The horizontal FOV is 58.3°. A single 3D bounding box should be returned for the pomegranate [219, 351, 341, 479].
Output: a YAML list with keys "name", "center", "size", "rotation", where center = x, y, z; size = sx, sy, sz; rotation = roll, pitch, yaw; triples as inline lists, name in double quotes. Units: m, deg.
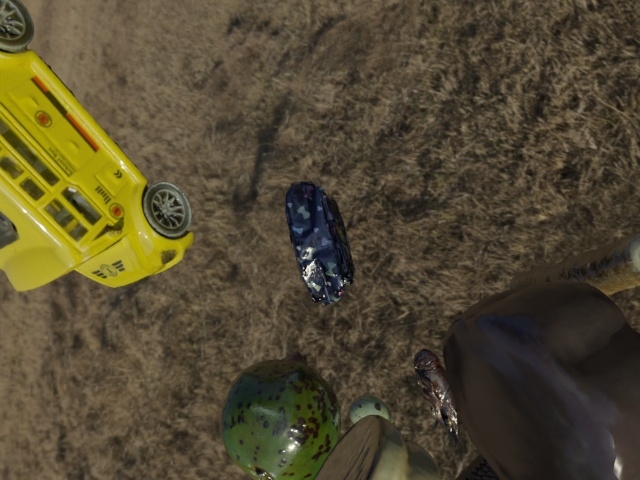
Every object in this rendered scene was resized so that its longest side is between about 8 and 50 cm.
- name: "pomegranate"
  center: [-0.074, 0.341, 1.124]
  size: [0.254, 0.254, 0.271]
  rotation: [-47, 19, 36]

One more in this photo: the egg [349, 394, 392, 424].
- name: "egg"
  center: [0.118, 0.408, 1.344]
  size: [0.110, 0.085, 0.085]
  rotation: [24, 104, 36]

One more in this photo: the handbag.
- name: "handbag"
  center: [0.000, 0.000, 1.175]
  size: [0.113, 0.162, 0.260]
  rotation: [-16, 87, 3]

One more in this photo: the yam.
- name: "yam"
  center: [0.399, 0.058, 0.892]
  size: [0.357, 0.081, 0.081]
  rotation: [124, 141, -73]

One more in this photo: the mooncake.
- name: "mooncake"
  center: [0.224, 0.154, 0.550]
  size: [0.245, 0.133, 0.245]
  rotation: [48, 149, 41]

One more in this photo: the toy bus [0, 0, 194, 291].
- name: "toy bus"
  center: [-0.277, -0.067, 0.539]
  size: [0.144, 0.330, 0.152]
  rotation: [-18, 31, 34]

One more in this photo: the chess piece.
- name: "chess piece"
  center: [0.132, 0.326, 0.575]
  size: [0.299, 0.167, 0.167]
  rotation: [36, 123, -3]

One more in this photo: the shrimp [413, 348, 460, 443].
- name: "shrimp"
  center: [0.234, 0.310, 1.144]
  size: [0.073, 0.074, 0.190]
  rotation: [-36, 75, 49]

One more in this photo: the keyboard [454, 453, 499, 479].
- name: "keyboard"
  center: [0.239, 0.342, 0.817]
  size: [0.087, 0.250, 0.017]
  rotation: [5, 113, 47]
